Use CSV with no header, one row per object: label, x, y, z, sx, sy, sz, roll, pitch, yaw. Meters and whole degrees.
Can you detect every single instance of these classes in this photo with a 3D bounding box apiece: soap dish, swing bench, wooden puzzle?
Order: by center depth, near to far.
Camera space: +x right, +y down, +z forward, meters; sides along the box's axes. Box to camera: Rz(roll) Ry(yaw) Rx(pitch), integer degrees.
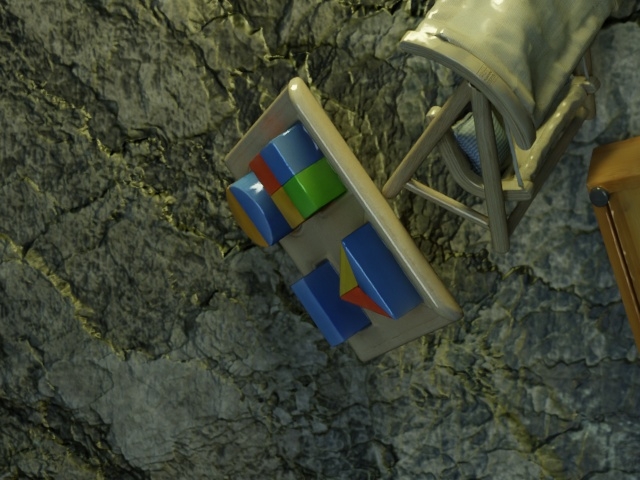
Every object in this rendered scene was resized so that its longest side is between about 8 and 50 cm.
swing bench,0.199,-0.174,1.405,0.165,0.253,0.255,26,146,15
soap dish,0.429,0.018,1.456,0.229,0.118,0.291,-11,102,43
wooden puzzle,0.000,0.000,1.574,0.322,0.080,0.348,55,160,1
